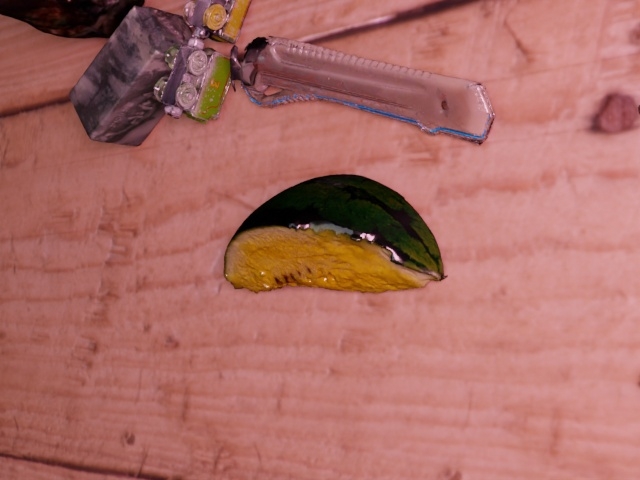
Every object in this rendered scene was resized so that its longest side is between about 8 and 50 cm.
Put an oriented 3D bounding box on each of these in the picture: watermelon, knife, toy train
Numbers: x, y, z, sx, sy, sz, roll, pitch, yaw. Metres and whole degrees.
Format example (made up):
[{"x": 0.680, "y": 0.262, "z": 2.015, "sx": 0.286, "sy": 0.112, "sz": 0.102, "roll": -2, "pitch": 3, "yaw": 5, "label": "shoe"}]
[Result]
[{"x": 0.000, "y": 0.000, "z": 1.103, "sx": 0.301, "sy": 0.123, "sz": 0.129, "roll": -1, "pitch": 119, "yaw": 41, "label": "watermelon"}, {"x": 0.039, "y": -0.169, "z": 1.098, "sx": 0.365, "sy": 0.043, "sz": 0.089, "roll": 18, "pitch": 132, "yaw": 38, "label": "knife"}, {"x": -0.139, "y": -0.244, "z": 1.233, "sx": 0.060, "sy": 0.081, "sz": 0.202, "roll": 25, "pitch": 97, "yaw": 38, "label": "toy train"}]

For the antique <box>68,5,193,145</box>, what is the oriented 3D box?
[{"x": -0.238, "y": -0.217, "z": 1.309, "sx": 0.183, "sy": 0.088, "sz": 0.086, "roll": -45, "pitch": 61, "yaw": 30, "label": "antique"}]

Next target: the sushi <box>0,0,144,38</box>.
[{"x": -0.399, "y": -0.434, "z": 1.325, "sx": 0.299, "sy": 0.294, "sz": 0.281, "roll": 30, "pitch": 106, "yaw": 39, "label": "sushi"}]
